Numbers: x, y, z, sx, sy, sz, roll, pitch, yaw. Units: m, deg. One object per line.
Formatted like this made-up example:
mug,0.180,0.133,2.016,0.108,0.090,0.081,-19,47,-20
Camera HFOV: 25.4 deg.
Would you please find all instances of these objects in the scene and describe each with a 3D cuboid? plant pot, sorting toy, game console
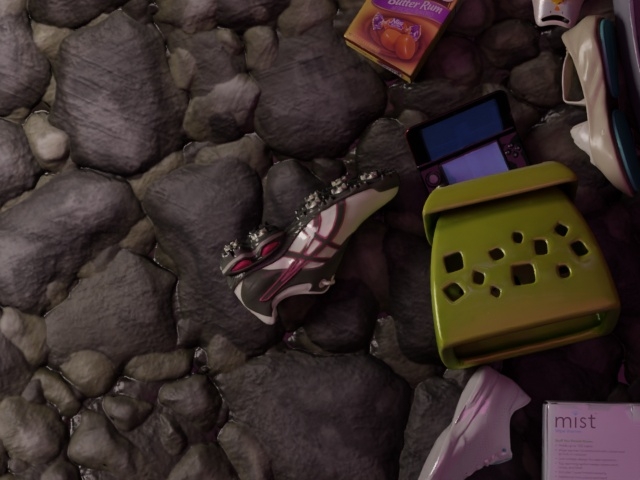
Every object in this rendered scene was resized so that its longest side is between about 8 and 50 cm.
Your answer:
plant pot,0.241,0.030,1.791,0.227,0.228,0.207,-13,77,5
sorting toy,0.321,-0.325,1.915,0.083,0.045,0.075,5,103,6
game console,0.200,-0.111,1.875,0.144,0.085,0.124,-23,82,3

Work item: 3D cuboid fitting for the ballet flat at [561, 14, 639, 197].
ballet flat,0.365,-0.173,1.877,0.086,0.086,0.248,-8,82,5

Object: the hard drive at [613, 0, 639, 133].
hard drive,0.485,-0.246,1.862,0.172,0.054,0.255,-12,92,4

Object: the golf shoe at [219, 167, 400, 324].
golf shoe,0.000,0.000,1.888,0.273,0.105,0.120,-31,97,7

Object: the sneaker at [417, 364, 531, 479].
sneaker,0.200,0.274,1.843,0.094,0.080,0.212,31,86,-4

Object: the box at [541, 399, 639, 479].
box,0.410,0.318,1.787,0.262,0.127,0.231,0,83,6

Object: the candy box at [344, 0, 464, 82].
candy box,0.127,-0.322,1.922,0.109,0.053,0.187,31,86,9
